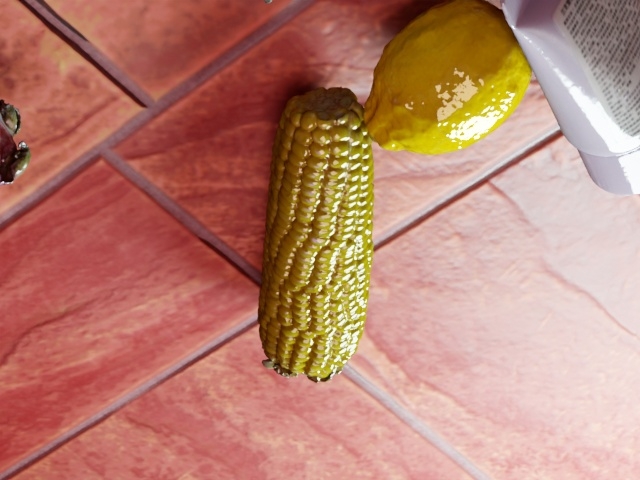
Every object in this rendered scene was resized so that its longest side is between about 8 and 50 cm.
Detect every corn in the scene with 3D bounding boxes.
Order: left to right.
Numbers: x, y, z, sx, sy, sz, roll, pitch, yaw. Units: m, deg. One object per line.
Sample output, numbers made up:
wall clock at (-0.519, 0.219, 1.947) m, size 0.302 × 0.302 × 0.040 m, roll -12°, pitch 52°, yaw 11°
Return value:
corn at (0.000, 0.000, 1.165) m, size 0.106 × 0.106 × 0.305 m, roll 0°, pitch 130°, yaw -8°

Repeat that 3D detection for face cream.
face cream at (0.218, -0.150, 1.045) m, size 0.096 × 0.154 × 0.274 m, roll 12°, pitch 151°, yaw 38°

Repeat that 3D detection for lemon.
lemon at (0.101, -0.128, 1.047) m, size 0.155 × 0.114 × 0.114 m, roll -40°, pitch 126°, yaw 12°

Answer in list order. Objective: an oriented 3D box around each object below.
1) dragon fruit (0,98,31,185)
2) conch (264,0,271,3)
dragon fruit at (-0.330, -0.098, 0.977) m, size 0.147 × 0.211 × 0.282 m, roll -33°, pitch 155°, yaw 30°
conch at (-0.011, -0.244, 0.918) m, size 0.172 × 0.200 × 0.131 m, roll -14°, pitch 97°, yaw -17°
